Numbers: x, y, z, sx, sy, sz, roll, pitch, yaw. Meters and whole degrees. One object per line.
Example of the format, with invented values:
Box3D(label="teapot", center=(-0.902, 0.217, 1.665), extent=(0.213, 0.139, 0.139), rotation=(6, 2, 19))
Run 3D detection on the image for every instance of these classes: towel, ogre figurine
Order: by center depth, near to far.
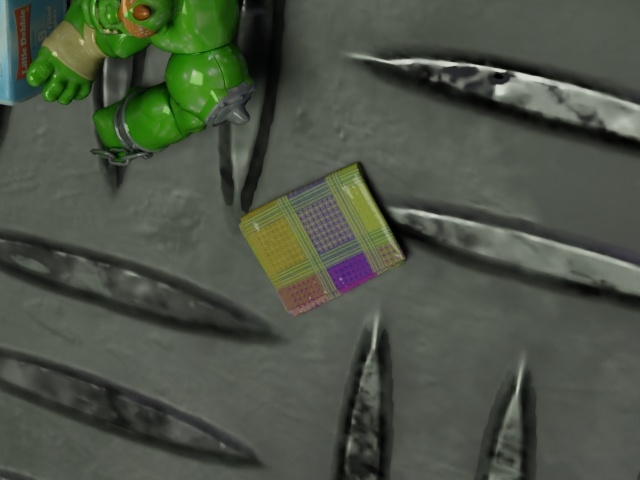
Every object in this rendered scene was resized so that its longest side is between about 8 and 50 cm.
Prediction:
Box3D(label="ogre figurine", center=(-0.089, -0.130, 0.967), extent=(0.118, 0.097, 0.197), rotation=(10, 99, 44))
Box3D(label="towel", center=(0.000, 0.000, 1.013), extent=(0.083, 0.009, 0.060), rotation=(-27, 93, 33))

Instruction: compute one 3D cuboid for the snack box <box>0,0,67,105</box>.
Box3D(label="snack box", center=(-0.227, -0.241, 1.017), extent=(0.187, 0.060, 0.321), rotation=(11, 113, 26))
